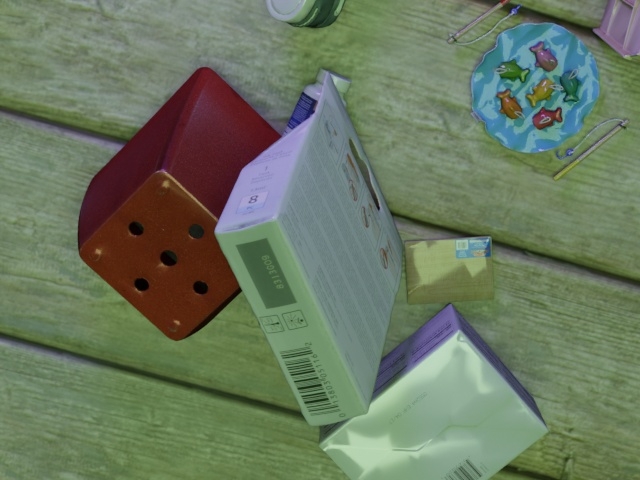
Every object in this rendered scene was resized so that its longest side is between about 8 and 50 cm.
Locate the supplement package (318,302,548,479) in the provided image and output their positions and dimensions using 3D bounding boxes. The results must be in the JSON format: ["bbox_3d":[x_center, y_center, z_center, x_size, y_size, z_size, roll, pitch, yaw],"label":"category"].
[{"bbox_3d":[0.160,0.262,1.938,0.262,0.145,0.204,-40,100,9],"label":"supplement package"}]

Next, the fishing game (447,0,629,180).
[{"bbox_3d":[0.303,-0.215,1.876,0.189,0.041,0.264,-35,102,5],"label":"fishing game"}]

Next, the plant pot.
[{"bbox_3d":[-0.172,-0.025,1.788,0.267,0.236,0.267,43,114,-10],"label":"plant pot"}]

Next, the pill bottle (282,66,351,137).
[{"bbox_3d":[-0.003,-0.178,1.867,0.067,0.067,0.120,24,103,-6],"label":"pill bottle"}]

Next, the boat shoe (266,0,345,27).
[{"bbox_3d":[0.022,-0.440,1.805,0.099,0.116,0.319,12,100,-48],"label":"boat shoe"}]

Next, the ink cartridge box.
[{"bbox_3d":[0.000,0.000,1.736,0.091,0.385,0.308,-14,120,20],"label":"ink cartridge box"}]

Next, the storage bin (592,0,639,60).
[{"bbox_3d":[0.520,-0.279,1.750,0.262,0.260,0.123,16,107,-5],"label":"storage bin"}]

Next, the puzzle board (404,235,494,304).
[{"bbox_3d":[0.189,0.044,1.953,0.128,0.011,0.096,-4,103,0],"label":"puzzle board"}]
